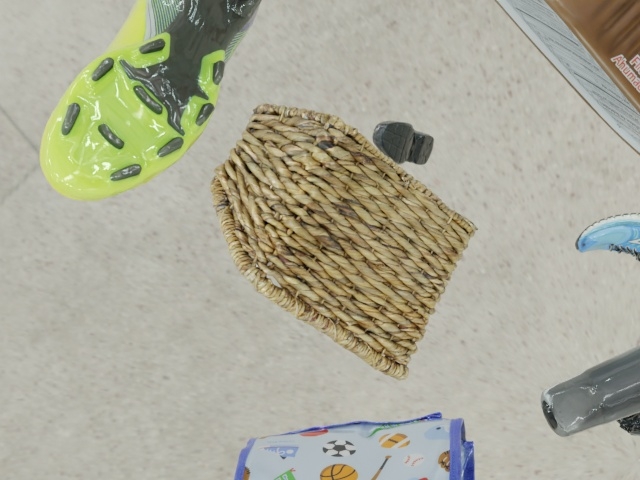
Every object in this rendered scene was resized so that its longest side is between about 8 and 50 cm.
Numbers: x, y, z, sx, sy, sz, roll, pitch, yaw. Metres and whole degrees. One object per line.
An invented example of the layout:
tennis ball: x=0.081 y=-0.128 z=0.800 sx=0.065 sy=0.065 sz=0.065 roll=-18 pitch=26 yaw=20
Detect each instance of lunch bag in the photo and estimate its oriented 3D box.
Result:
lunch bag: x=0.050 y=0.414 z=1.532 sx=0.327 sy=0.239 sz=0.386 roll=-8 pitch=46 yaw=9

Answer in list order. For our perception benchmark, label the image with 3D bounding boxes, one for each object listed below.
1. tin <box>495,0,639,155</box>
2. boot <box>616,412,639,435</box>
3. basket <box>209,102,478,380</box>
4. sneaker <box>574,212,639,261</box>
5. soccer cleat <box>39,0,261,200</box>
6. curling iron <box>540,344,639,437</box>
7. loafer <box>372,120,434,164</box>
tin: x=0.117 y=-0.081 z=0.472 sx=0.040 sy=0.189 sz=0.106 roll=-44 pitch=30 yaw=11
boot: x=0.446 y=0.210 z=1.413 sx=0.207 sy=0.246 sz=0.094 roll=28 pitch=97 yaw=-7
basket: x=0.000 y=0.000 z=1.410 sx=0.213 sy=0.299 sz=0.223 roll=17 pitch=77 yaw=49
sneaker: x=0.412 y=0.003 z=1.499 sx=0.162 sy=0.063 sz=0.073 roll=-6 pitch=80 yaw=9
soccer cleat: x=-0.125 y=-0.125 z=0.875 sx=0.093 sy=0.121 sz=0.289 roll=39 pitch=52 yaw=-17
curling iron: x=0.208 y=0.022 z=0.407 sx=0.273 sy=0.035 sz=0.068 roll=-13 pitch=46 yaw=-7
loafer: x=0.108 y=-0.145 z=1.700 sx=0.061 sy=0.170 sz=0.062 roll=22 pitch=93 yaw=25
